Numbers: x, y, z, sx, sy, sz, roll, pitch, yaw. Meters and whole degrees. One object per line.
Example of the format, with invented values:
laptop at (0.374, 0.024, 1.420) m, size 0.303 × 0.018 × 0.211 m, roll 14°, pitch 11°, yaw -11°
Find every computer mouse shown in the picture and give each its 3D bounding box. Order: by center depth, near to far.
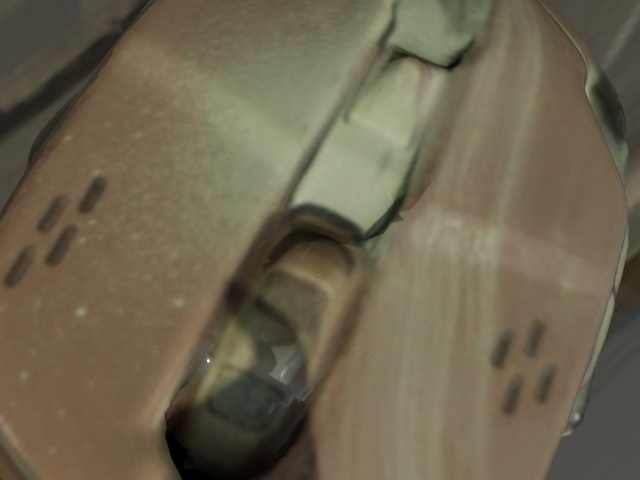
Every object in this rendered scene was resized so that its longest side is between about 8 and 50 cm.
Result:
computer mouse at (0.002, -0.006, 0.520) m, size 0.389 × 0.199 × 0.115 m, roll -65°, pitch 177°, yaw -55°
